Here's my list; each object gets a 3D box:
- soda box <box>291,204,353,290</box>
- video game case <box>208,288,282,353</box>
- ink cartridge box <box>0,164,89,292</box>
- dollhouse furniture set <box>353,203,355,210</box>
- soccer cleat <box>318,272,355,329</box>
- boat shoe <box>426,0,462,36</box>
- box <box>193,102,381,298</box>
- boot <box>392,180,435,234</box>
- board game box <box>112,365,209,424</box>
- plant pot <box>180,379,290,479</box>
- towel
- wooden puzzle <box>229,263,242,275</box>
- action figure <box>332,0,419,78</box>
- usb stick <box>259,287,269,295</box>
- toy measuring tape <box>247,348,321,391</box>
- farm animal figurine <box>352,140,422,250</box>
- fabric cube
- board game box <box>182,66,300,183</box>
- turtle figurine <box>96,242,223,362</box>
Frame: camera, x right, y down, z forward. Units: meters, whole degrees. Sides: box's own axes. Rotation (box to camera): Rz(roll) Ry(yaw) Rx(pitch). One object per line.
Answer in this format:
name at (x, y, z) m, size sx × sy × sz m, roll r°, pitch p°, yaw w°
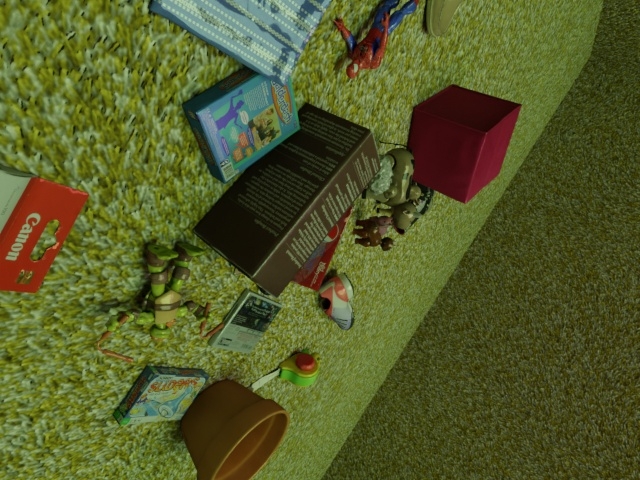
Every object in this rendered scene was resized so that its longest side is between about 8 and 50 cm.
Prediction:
soda box at (0.000, 0.000, 1.117) m, size 0.083 × 0.092 × 0.264 m, roll -90°, pitch -159°, yaw -70°
video game case at (-0.202, 0.230, 1.134) m, size 0.173 × 0.022 × 0.190 m, roll -55°, pitch 150°, yaw -4°
ink cartridge box at (-0.438, -0.009, 0.522) m, size 0.189 × 0.066 × 0.232 m, roll -59°, pitch 146°, yaw 3°
dollhouse furniture set at (0.059, -0.069, 1.173) m, size 0.091 × 0.081 × 0.114 m, roll 11°, pitch 109°, yaw -58°
soccer cleat at (0.055, 0.236, 1.462) m, size 0.116 × 0.109 × 0.318 m, roll -22°, pitch 143°, yaw -13°
boat shoe at (0.361, -0.673, 1.027) m, size 0.109 × 0.098 × 0.303 m, roll -14°, pitch 129°, yaw -50°
box at (-0.060, -0.090, 0.868) m, size 0.381 × 0.191 × 0.143 m, roll -50°, pitch 150°, yaw -12°
boot at (0.351, -0.139, 1.540) m, size 0.178 × 0.085 × 0.236 m, roll -44°, pitch 149°, yaw -17°
board game box at (-0.379, 0.376, 0.993) m, size 0.136 × 0.035 × 0.201 m, roll -56°, pitch 151°, yaw -2°
plant pot at (-0.259, 0.542, 1.163) m, size 0.290 × 0.203 × 0.291 m, roll -37°, pitch 146°, yaw -31°
towel at (-0.060, -0.420, 0.582) m, size 0.243 × 0.040 × 0.336 m, roll 17°, pitch 118°, yaw -42°
wooden puzzle at (-0.178, 0.050, 1.004) m, size 0.116 × 0.014 × 0.079 m, roll -22°, pitch 135°, yaw -45°
action figure at (0.128, -0.486, 0.872) m, size 0.281 × 0.091 × 0.139 m, roll -58°, pitch 157°, yaw -1°
usb stick at (-0.090, 0.025, 1.081) m, size 0.077 × 0.045 × 0.278 m, roll 2°, pitch 117°, yaw -49°
toy measuring tape at (-0.104, 0.485, 1.431) m, size 0.330 × 0.121 × 0.122 m, roll -20°, pitch 134°, yaw -47°
farm animal figurine at (0.222, -0.128, 1.207) m, size 0.330 × 0.172 × 0.327 m, roll -53°, pitch 146°, yaw -54°
fabric cube at (0.463, -0.329, 1.357) m, size 0.259 × 0.254 × 0.258 m, roll -36°, pitch 142°, yaw -32°
board game box at (-0.136, -0.230, 0.764) m, size 0.210 × 0.047 × 0.160 m, roll -42°, pitch 147°, yaw -24°
turtle figurine at (-0.298, 0.114, 0.813) m, size 0.269 × 0.087 × 0.218 m, roll 3°, pitch 109°, yaw -47°
